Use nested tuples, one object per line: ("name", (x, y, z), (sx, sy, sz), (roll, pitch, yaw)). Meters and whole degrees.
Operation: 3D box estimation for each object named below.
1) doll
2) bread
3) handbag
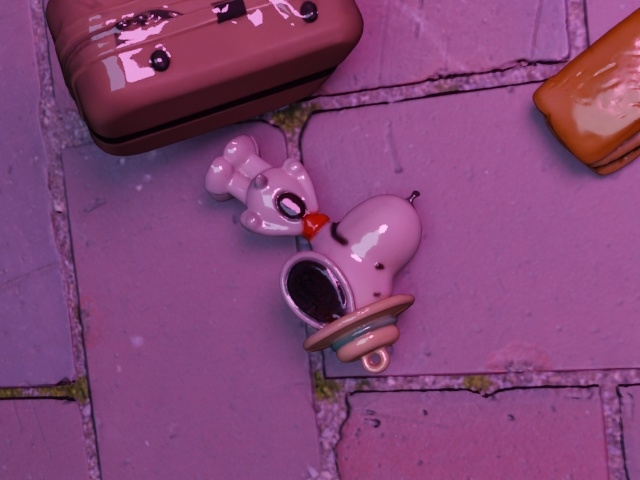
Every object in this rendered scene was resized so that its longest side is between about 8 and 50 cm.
("doll", (-0.017, 0.012, 0.970), (0.271, 0.144, 0.208), (19, 80, 13))
("bread", (0.322, -0.160, 0.862), (0.200, 0.077, 0.116), (-37, 75, 18))
("handbag", (-0.127, -0.198, 0.916), (0.301, 0.283, 0.149), (-24, 88, -19))
